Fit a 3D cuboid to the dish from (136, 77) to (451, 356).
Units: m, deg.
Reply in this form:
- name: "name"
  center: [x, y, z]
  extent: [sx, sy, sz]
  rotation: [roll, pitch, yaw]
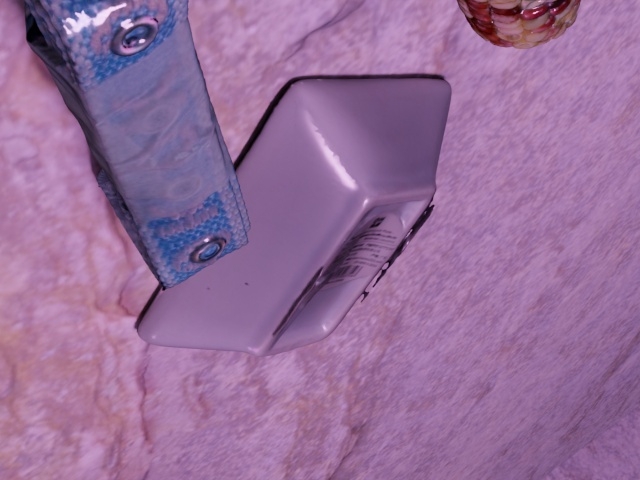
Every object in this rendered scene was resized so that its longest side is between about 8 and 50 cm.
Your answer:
- name: "dish"
  center: [0.000, 0.000, 0.878]
  extent: [0.182, 0.080, 0.243]
  rotation: [-9, 141, -49]

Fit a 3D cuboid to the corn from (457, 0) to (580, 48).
- name: "corn"
  center: [0.099, -0.193, 0.677]
  extent: [0.086, 0.086, 0.253]
  rotation: [-39, 155, -1]

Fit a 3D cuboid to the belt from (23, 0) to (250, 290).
- name: "belt"
  center: [-0.092, -0.068, 0.616]
  extent: [0.072, 0.087, 0.302]
  rotation: [-27, 155, -10]
